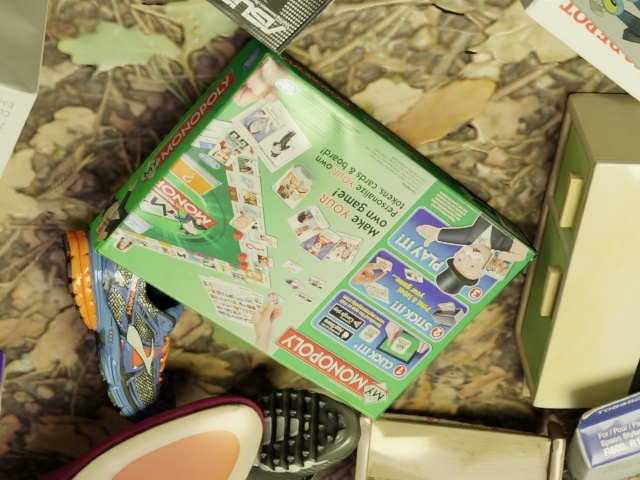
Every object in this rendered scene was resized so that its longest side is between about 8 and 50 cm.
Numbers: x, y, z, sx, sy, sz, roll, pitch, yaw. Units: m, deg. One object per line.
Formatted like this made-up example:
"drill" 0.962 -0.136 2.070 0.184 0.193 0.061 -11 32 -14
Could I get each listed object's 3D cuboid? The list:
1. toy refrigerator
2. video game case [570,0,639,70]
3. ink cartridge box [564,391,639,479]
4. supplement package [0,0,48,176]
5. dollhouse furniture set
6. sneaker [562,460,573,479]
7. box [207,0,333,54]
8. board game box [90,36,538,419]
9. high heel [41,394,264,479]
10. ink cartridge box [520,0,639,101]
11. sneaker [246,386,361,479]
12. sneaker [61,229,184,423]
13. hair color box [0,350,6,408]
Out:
"toy refrigerator" 0.232 0.014 1.211 0.094 0.102 0.269 1 130 -7
"video game case" 0.257 -0.287 0.894 0.300 0.036 0.329 47 115 6
"ink cartridge box" 0.338 0.164 1.297 0.223 0.045 0.224 -19 161 0
"supplement package" -0.330 -0.086 1.002 0.199 0.198 0.262 18 125 -20
"dollhouse furniture set" 0.079 0.253 1.434 0.303 0.174 0.355 7 100 4
"sneaker" 0.261 0.290 1.473 0.077 0.072 0.178 -10 120 12
"box" -0.039 -0.251 0.999 0.191 0.045 0.184 35 116 -29
"board game box" 0.000 0.000 1.180 0.317 0.046 0.213 34 108 -30
"high heel" -0.209 0.230 1.329 0.377 0.181 0.127 -33 111 11
"ink cartridge box" 0.275 -0.222 1.021 0.172 0.100 0.237 31 120 -27
"sneaker" -0.032 0.191 1.318 0.106 0.078 0.234 21 152 -38
"sneaker" -0.156 0.078 1.237 0.087 0.083 0.221 -15 132 -2
"hair color box" -0.467 0.127 1.225 0.339 0.110 0.185 25 122 -26
